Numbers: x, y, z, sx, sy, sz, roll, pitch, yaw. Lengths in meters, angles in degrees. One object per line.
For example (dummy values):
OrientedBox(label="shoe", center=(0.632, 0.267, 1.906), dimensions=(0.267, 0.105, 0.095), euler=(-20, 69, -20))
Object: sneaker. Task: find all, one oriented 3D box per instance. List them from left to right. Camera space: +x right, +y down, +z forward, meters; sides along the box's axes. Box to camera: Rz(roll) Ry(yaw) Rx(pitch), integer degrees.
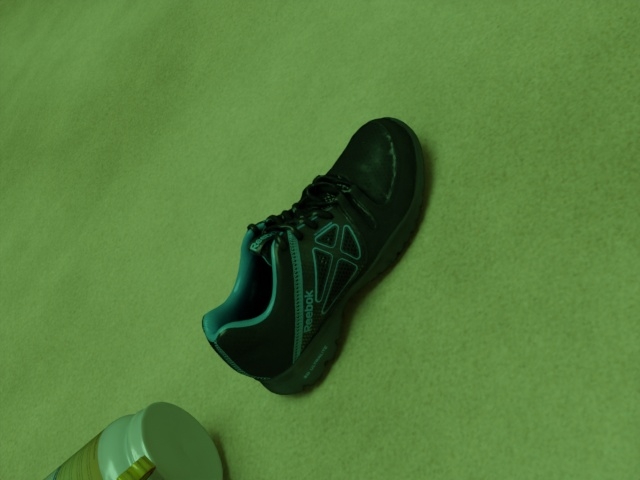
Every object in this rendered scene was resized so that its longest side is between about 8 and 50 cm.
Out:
OrientedBox(label="sneaker", center=(0.000, 0.000, 0.930), dimensions=(0.125, 0.139, 0.341), euler=(15, 74, 49))

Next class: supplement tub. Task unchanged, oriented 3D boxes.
OrientedBox(label="supplement tub", center=(-0.222, 0.287, 0.949), dimensions=(0.199, 0.144, 0.144), euler=(-40, 43, 18))

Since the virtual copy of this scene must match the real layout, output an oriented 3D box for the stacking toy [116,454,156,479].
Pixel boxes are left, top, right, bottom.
OrientedBox(label="stacking toy", center=(-0.187, 0.349, 0.845), dimensions=(0.167, 0.052, 0.221), euler=(42, 104, 10))
